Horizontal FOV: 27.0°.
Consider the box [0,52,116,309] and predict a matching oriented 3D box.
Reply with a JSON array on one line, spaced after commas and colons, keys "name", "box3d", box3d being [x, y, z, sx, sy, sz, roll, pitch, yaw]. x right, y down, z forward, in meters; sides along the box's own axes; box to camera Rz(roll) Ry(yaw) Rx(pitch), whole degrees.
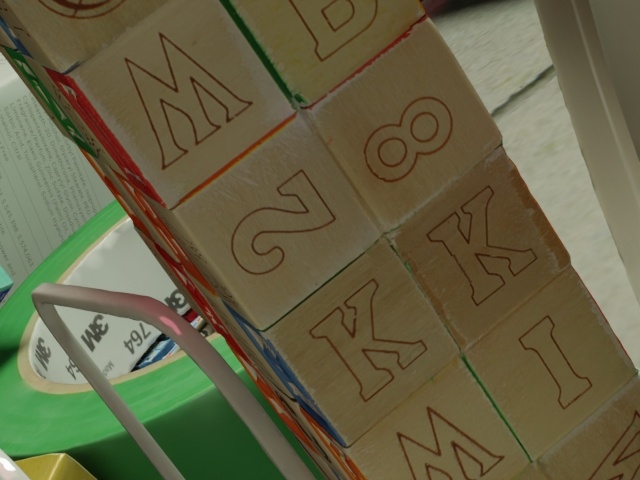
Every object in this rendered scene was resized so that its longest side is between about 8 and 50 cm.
[{"name": "box", "box3d": [-0.240, -0.054, 0.997, 0.215, 0.168, 0.345, -2, 27, 37]}]

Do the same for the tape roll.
[{"name": "tape roll", "box3d": [-0.047, 0.029, 0.740, 0.321, 0.077, 0.321, -27, 23, 12]}]

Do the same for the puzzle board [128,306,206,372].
[{"name": "puzzle board", "box3d": [-0.107, 0.054, 0.887, 0.096, 0.011, 0.128, -13, 28, 42]}]

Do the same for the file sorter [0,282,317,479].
[{"name": "file sorter", "box3d": [-0.122, 0.158, 0.415, 0.278, 0.173, 0.193, -40, 17, -20]}]

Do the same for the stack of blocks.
[{"name": "stack of blocks", "box3d": [0.000, 0.000, 0.439, 0.087, 0.297, 0.171, -38, 20, -9]}]

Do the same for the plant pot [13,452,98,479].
[{"name": "plant pot", "box3d": [-0.130, 0.155, 0.596, 0.081, 0.081, 0.083, -16, 38, 37]}]

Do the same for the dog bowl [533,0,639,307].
[{"name": "dog bowl", "box3d": [0.135, -0.059, 0.346, 0.102, 0.348, 0.349, -19, 21, 3]}]

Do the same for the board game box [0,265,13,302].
[{"name": "board game box", "box3d": [-0.280, 0.029, 0.788, 0.047, 0.160, 0.210, -25, -18, -49]}]
